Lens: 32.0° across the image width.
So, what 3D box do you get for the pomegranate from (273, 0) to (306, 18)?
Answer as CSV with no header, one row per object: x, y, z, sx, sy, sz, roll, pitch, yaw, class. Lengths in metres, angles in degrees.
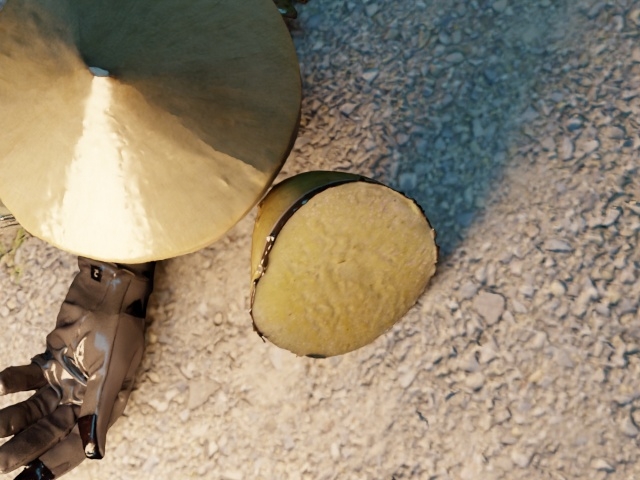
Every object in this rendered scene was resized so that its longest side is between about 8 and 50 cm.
-0.164,-0.357,1.185,0.291,0.323,0.290,-35,37,32,pomegranate

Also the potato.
0.000,0.000,1.017,0.182,0.202,0.117,-46,46,12,potato

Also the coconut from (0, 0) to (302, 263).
-0.158,-0.120,0.993,0.329,0.329,0.328,-7,71,20,coconut

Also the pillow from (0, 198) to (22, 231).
-0.289,-0.080,1.224,0.255,0.059,0.169,-6,68,21,pillow

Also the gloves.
-0.233,0.117,1.108,0.142,0.119,0.285,12,64,36,gloves
